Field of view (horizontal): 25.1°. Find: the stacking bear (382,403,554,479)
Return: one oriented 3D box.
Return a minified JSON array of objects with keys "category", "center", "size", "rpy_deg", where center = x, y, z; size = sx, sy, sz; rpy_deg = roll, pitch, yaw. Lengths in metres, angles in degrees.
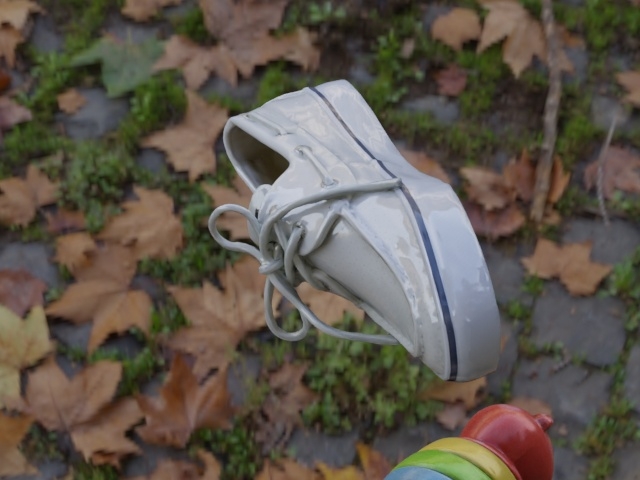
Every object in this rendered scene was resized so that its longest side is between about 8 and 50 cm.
[{"category":"stacking bear","center":[0.156,0.287,1.562],"size":[0.164,0.175,0.289],"rpy_deg":[52,48,-2]}]

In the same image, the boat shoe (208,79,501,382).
[{"category":"boat shoe","center":[-0.001,-0.008,1.050],"size":[0.156,0.136,0.367],"rpy_deg":[-14,36,-13]}]
